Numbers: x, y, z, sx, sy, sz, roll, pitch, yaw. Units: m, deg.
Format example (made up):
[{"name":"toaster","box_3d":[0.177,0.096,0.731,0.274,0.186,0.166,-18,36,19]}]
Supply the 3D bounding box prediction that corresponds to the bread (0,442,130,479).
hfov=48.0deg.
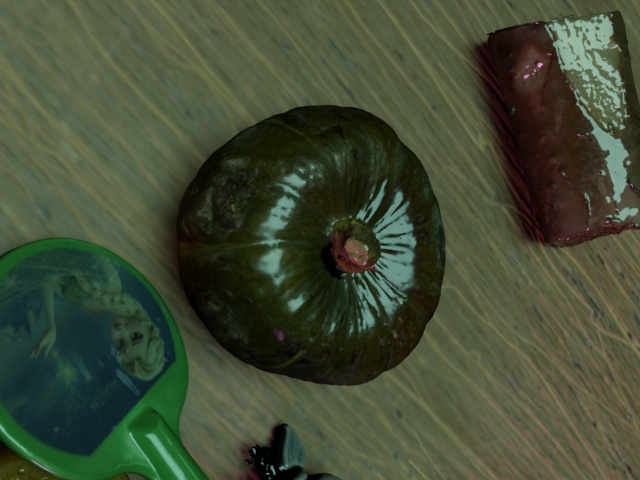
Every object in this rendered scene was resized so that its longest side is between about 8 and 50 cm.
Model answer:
[{"name":"bread","box_3d":[-0.200,0.185,0.424,0.200,0.077,0.115,-13,76,-58]}]

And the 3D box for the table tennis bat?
[{"name":"table tennis bat","box_3d":[-0.132,0.112,0.485,0.257,0.039,0.160,58,34,-9]}]

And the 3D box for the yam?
[{"name":"yam","box_3d":[0.257,-0.110,0.718,0.128,0.129,0.238,-20,97,-65]}]

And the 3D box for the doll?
[{"name":"doll","box_3d":[0.008,0.250,0.569,0.219,0.067,0.091,58,36,-11]}]

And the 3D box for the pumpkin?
[{"name":"pumpkin","box_3d":[0.000,0.000,0.538,0.219,0.162,0.218,0,89,-28]}]
